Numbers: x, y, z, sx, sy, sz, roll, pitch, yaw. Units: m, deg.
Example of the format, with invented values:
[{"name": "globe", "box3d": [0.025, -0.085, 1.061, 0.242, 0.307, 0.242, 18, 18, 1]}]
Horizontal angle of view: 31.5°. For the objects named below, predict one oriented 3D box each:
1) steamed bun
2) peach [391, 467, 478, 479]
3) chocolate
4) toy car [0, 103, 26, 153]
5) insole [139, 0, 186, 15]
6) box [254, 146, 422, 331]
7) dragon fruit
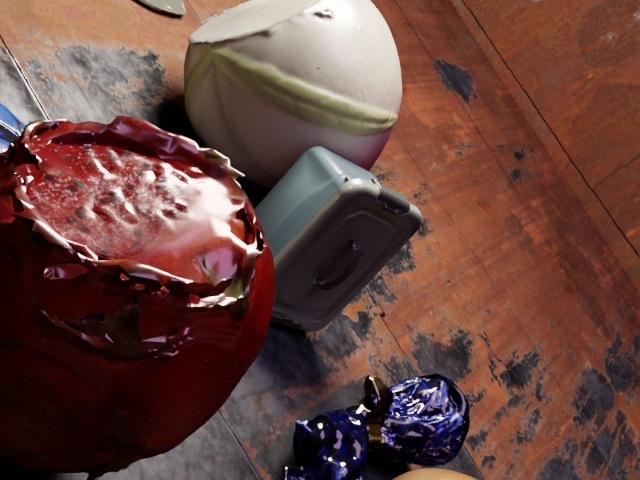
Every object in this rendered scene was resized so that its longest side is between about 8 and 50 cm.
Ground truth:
[{"name": "steamed bun", "box3d": [-0.023, -0.180, 1.521, 0.309, 0.309, 0.309, 41, 29, -29]}, {"name": "peach", "box3d": [0.135, 0.348, 1.293, 0.184, 0.184, 0.184, 41, 29, -29]}, {"name": "chocolate", "box3d": [0.049, 0.236, 1.359, 0.343, 0.126, 0.148, -7, 103, -54]}, {"name": "toy car", "box3d": [-0.320, -0.068, 1.109, 0.103, 0.063, 0.216, 32, 34, -39]}, {"name": "insole", "box3d": [-0.277, -0.374, 1.616, 0.248, 0.011, 0.081, 19, 42, -52]}, {"name": "box", "box3d": [0.000, 0.000, 1.420, 0.162, 0.227, 0.130, 23, 26, -49]}, {"name": "dragon fruit", "box3d": [-0.193, 0.046, 0.929, 0.296, 0.302, 0.295, 33, 37, -30]}]
